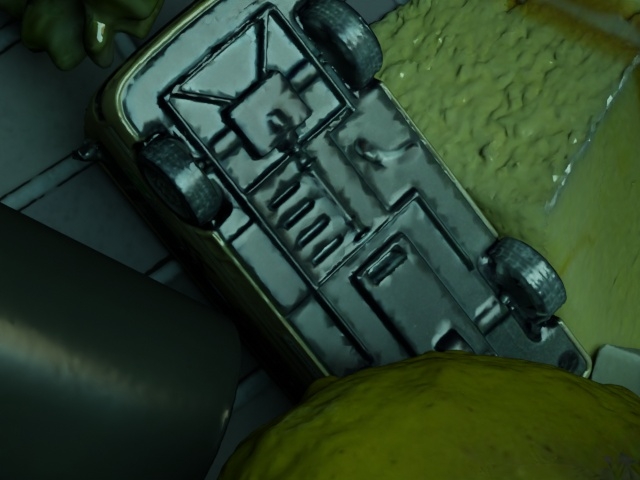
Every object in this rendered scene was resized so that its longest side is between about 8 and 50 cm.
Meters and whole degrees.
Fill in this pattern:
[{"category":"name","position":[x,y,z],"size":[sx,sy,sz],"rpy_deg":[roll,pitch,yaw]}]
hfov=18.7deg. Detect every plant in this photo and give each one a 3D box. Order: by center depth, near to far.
[{"category":"plant","position":[-0.154,-0.282,1.254],"size":[0.180,0.251,0.333],"rpy_deg":[31,75,-40]}]

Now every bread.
[{"category":"bread","position":[0.207,-0.059,1.494],"size":[0.346,0.242,0.405],"rpy_deg":[-46,133,-24]}]

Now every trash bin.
[{"category":"trash bin","position":[-0.233,0.064,1.208],"size":[0.334,0.214,0.214],"rpy_deg":[25,75,-20]}]

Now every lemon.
[{"category":"lemon","position":[0.076,0.195,1.101],"size":[0.316,0.285,0.285],"rpy_deg":[-13,88,-7]}]

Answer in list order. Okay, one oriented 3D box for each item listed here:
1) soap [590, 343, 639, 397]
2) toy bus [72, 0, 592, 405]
[{"category":"soap","position":[0.262,0.146,1.415],"size":[0.183,0.064,0.121],"rpy_deg":[11,94,-45]},{"category":"toy bus","position":[0.000,0.000,1.306],"size":[0.177,0.202,0.365],"rpy_deg":[-42,105,-16]}]
